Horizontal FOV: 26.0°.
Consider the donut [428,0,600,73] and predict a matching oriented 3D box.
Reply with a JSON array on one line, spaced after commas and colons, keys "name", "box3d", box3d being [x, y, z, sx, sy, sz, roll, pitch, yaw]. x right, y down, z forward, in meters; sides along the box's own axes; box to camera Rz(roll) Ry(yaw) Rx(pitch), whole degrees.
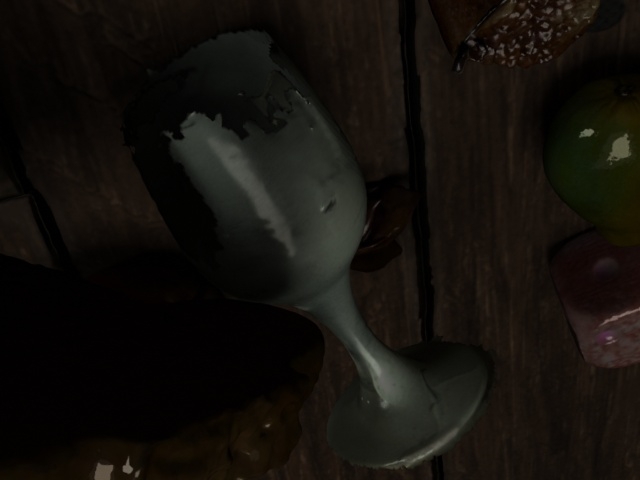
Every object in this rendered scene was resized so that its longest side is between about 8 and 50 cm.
[{"name": "donut", "box3d": [0.150, -0.207, 0.799, 0.085, 0.141, 0.217, 13, 135, -46]}]

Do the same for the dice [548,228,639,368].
[{"name": "dice", "box3d": [0.252, 0.048, 1.183, 0.094, 0.093, 0.091, -22, 142, 10]}]

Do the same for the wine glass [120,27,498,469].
[{"name": "wine glass", "box3d": [-0.007, 0.012, 0.944, 0.143, 0.143, 0.321, -28, 117, 14]}]

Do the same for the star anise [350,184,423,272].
[{"name": "star anise", "box3d": [0.000, 0.000, 1.060, 0.168, 0.057, 0.168, -10, 140, -9]}]

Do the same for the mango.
[{"name": "mango", "box3d": [0.239, -0.063, 1.056, 0.122, 0.085, 0.191, -41, 147, 14]}]

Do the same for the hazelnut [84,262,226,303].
[{"name": "hazelnut", "box3d": [-0.140, 0.107, 1.069, 0.182, 0.182, 0.182, -10, 142, -8]}]

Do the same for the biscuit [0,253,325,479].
[{"name": "biscuit", "box3d": [-0.214, 0.073, 0.768, 0.368, 0.394, 0.076, -20, 121, -64]}]
